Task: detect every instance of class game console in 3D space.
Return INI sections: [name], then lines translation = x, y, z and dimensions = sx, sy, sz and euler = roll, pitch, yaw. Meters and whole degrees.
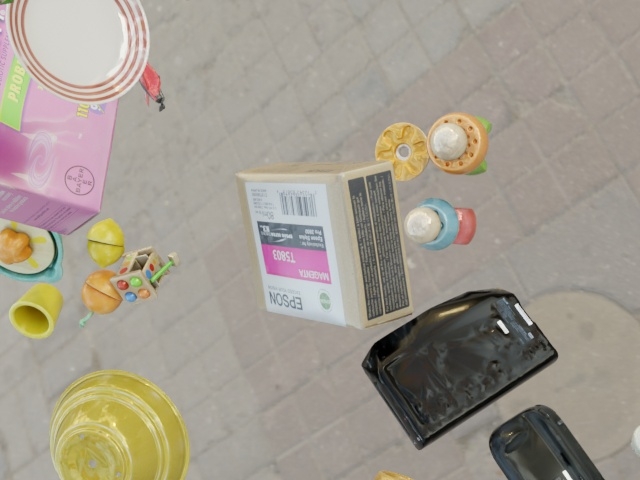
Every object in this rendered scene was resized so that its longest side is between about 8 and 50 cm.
[game console]
translation = 0.225, 0.230, 1.168
dimensions = 0.361, 0.213, 0.044
euler = 56, 157, 17

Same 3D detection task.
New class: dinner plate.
[dinner plate]
translation = -0.222, -0.193, 0.917
dimensions = 0.017, 0.141, 0.141
euler = -7, 76, 53

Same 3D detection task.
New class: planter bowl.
[planter bowl]
translation = -0.297, 0.295, 1.379
dimensions = 0.217, 0.090, 0.217
euler = 2, 98, 13

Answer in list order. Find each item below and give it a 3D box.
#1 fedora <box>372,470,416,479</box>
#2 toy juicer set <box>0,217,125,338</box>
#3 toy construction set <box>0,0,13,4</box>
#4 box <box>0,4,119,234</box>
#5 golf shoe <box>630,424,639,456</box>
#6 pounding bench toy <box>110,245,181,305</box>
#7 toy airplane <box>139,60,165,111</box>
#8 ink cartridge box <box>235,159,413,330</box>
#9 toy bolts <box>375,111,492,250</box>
[fedora]
translation = 0.132, 0.416, 1.572
dimensions = 0.194, 0.194, 0.079
euler = 22, 83, 38
[toy juicer set]
translation = -0.383, -0.007, 1.373
dimensions = 0.209, 0.329, 0.089
euler = -7, 32, 18
[toy construction set]
translation = -0.168, -0.259, 0.569
dimensions = 0.257, 0.237, 0.309
euler = -105, 7, -58
[box]
translation = -0.365, -0.147, 1.136
dimensions = 0.117, 0.242, 0.214
euler = -24, 55, 55
[golf shoe]
translation = 0.453, 0.233, 1.160
dimensions = 0.176, 0.086, 0.069
euler = 7, 54, 21
[pounding bench toy]
translation = -0.242, 0.049, 1.406
dimensions = 0.083, 0.052, 0.065
euler = -14, 34, 23
[toy airplane]
translation = -0.243, -0.239, 1.337
dimensions = 0.028, 0.151, 0.151
euler = -28, 58, -11
[ink cartridge box]
translation = 0.000, 0.000, 1.258
dimensions = 0.234, 0.088, 0.193
euler = 4, 106, 53
[toy bolts]
translation = 0.168, -0.098, 1.652
dimensions = 0.218, 0.158, 0.229
euler = 5, 95, 26
